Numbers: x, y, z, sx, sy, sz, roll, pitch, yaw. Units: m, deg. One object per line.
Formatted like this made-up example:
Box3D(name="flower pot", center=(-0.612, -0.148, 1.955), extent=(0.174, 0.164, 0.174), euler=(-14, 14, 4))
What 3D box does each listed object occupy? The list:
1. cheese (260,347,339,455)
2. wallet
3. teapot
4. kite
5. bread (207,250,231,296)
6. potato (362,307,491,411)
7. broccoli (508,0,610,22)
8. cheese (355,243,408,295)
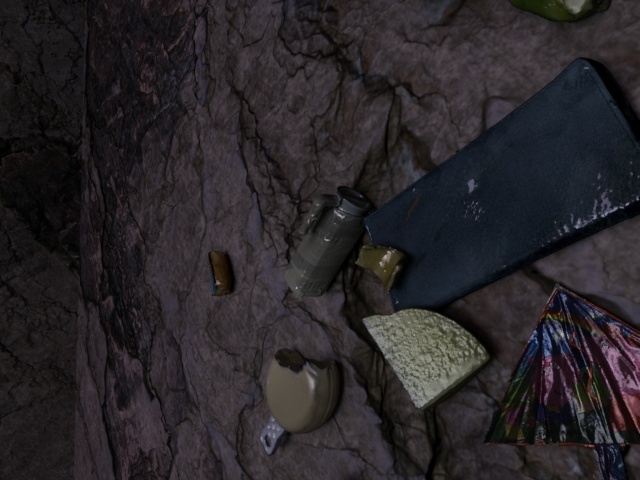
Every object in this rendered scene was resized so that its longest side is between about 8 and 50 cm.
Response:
Box3D(name="cheese", center=(-0.047, 0.316, 0.840), extent=(0.163, 0.070, 0.249), euler=(23, 105, 47))
Box3D(name="wallet", center=(0.214, -0.040, 0.588), extent=(0.379, 0.046, 0.191), euler=(-38, 59, 42))
Box3D(name="teapot", center=(0.000, 0.000, 0.777), extent=(0.200, 0.107, 0.077), euler=(-60, 39, 27))
Box3D(name="kite", center=(0.308, 0.159, 0.501), extent=(0.321, 0.016, 0.234), euler=(-26, 68, 44))
Box3D(name="bread", center=(-0.242, 0.080, 1.084), extent=(0.072, 0.053, 0.106), euler=(114, 141, -55))
Box3D(name="potato", center=(0.152, 0.143, 0.636), extent=(0.120, 0.081, 0.149), euler=(-39, 64, 10))
Box3D(name="broccoli", center=(0.211, -0.351, 0.563), extent=(0.304, 0.145, 0.165), euler=(44, 110, 27))
Box3D(name="cheese", center=(0.091, 0.034, 0.666), extent=(0.084, 0.041, 0.060), euler=(38, 124, 39))
